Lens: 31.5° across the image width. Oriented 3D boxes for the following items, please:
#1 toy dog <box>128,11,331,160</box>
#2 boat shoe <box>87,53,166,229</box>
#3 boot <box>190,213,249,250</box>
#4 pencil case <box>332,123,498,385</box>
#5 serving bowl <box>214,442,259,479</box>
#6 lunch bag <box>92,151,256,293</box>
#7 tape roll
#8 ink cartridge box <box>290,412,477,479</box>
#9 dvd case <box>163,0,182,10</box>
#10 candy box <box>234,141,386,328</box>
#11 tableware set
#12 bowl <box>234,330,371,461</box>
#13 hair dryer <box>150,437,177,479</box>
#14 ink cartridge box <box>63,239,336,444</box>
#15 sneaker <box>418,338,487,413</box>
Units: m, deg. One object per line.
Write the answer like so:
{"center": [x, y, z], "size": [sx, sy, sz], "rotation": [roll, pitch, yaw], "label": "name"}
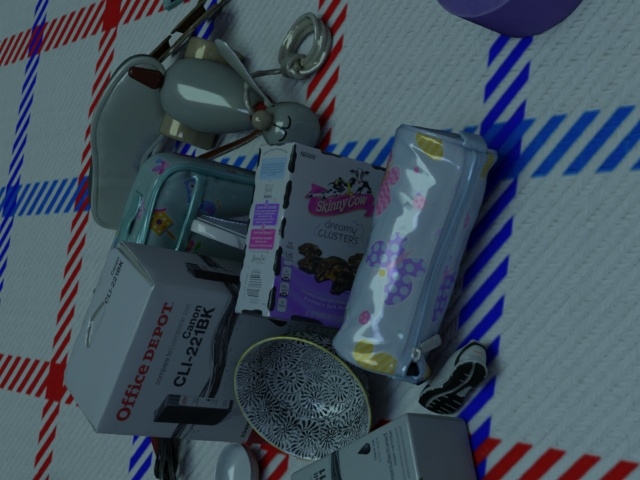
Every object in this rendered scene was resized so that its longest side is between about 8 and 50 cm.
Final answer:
{"center": [-0.146, -0.199, 1.553], "size": [0.334, 0.161, 0.220], "rotation": [-7, 75, 52], "label": "toy dog"}
{"center": [-0.304, -0.164, 1.757], "size": [0.099, 0.116, 0.319], "rotation": [-107, 27, -46], "label": "boat shoe"}
{"center": [-0.057, -0.022, 1.380], "size": [0.069, 0.190, 0.086], "rotation": [-169, 95, -77], "label": "boot"}
{"center": [0.100, 0.013, 1.206], "size": [0.124, 0.113, 0.273], "rotation": [-151, 77, -77], "label": "pencil case"}
{"center": [-0.104, 0.303, 1.466], "size": [0.083, 0.027, 0.083], "rotation": [-19, 66, 48], "label": "serving bowl"}
{"center": [-0.165, 0.036, 1.457], "size": [0.108, 0.224, 0.279], "rotation": [29, 103, 54], "label": "lunch bag"}
{"center": [0.204, -0.315, 1.196], "size": [0.189, 0.080, 0.189], "rotation": [-19, 65, 48], "label": "tape roll"}
{"center": [0.067, 0.288, 1.197], "size": [0.208, 0.087, 0.153], "rotation": [-38, 52, 42], "label": "ink cartridge box"}
{"center": [-0.228, -0.444, 1.853], "size": [0.087, 0.013, 0.119], "rotation": [-15, 68, 50], "label": "dvd case"}
{"center": [0.000, 0.000, 1.302], "size": [0.070, 0.165, 0.196], "rotation": [0, 81, 52], "label": "candy box"}
{"center": [-0.227, -0.313, 1.732], "size": [0.194, 0.039, 0.128], "rotation": [-33, 16, 44], "label": "tableware set"}
{"center": [-0.007, 0.165, 1.314], "size": [0.170, 0.080, 0.170], "rotation": [12, 121, 20], "label": "bowl"}
{"center": [-0.247, 0.220, 1.612], "size": [0.293, 0.080, 0.223], "rotation": [-118, 35, -54], "label": "hair dryer"}
{"center": [-0.139, 0.128, 1.357], "size": [0.114, 0.273, 0.197], "rotation": [42, 113, 50], "label": "ink cartridge box"}
{"center": [0.142, 0.144, 1.190], "size": [0.109, 0.040, 0.043], "rotation": [-48, 16, 42], "label": "sneaker"}
